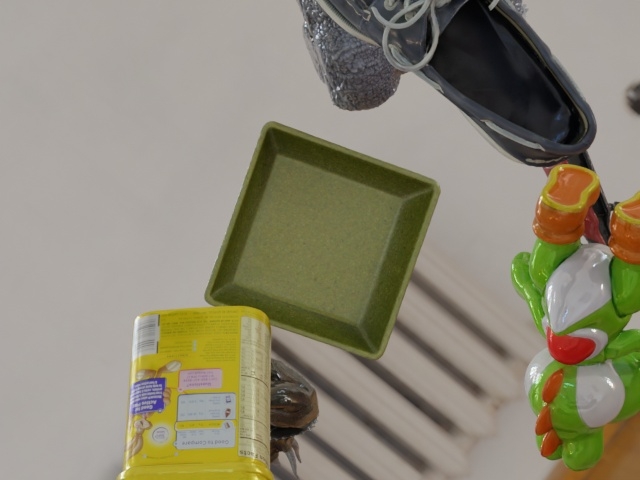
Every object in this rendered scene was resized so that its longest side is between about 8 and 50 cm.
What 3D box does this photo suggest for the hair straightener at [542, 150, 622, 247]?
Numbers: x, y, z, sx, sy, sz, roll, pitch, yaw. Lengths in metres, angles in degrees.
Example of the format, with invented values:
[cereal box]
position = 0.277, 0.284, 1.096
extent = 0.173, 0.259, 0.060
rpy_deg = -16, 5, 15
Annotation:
[hair straightener]
position = 0.353, -0.018, 1.869
extent = 0.089, 0.230, 0.047
rpy_deg = -36, 7, -37

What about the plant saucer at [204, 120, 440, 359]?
[plant saucer]
position = 0.000, 0.000, 1.530
extent = 0.045, 0.188, 0.188
rpy_deg = -161, 91, -80

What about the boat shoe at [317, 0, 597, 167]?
[boat shoe]
position = 0.082, -0.144, 1.036
extent = 0.095, 0.254, 0.079
rpy_deg = -45, 8, -7

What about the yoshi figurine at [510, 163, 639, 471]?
[yoshi figurine]
position = 0.324, 0.091, 1.803
extent = 0.203, 0.203, 0.362
rpy_deg = -115, 24, -57

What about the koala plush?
[koala plush]
position = 0.091, -0.240, 1.520
extent = 0.221, 0.196, 0.203
rpy_deg = -19, 39, -2

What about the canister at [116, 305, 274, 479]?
[canister]
position = -0.100, 0.142, 1.275
extent = 0.073, 0.126, 0.170
rpy_deg = 81, -172, -56

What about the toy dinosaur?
[toy dinosaur]
position = -0.061, 0.202, 2.039
extent = 0.313, 0.160, 0.121
rpy_deg = 117, 174, -67
